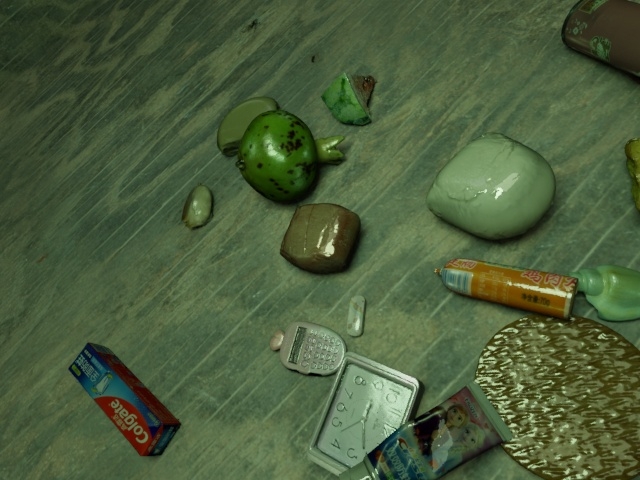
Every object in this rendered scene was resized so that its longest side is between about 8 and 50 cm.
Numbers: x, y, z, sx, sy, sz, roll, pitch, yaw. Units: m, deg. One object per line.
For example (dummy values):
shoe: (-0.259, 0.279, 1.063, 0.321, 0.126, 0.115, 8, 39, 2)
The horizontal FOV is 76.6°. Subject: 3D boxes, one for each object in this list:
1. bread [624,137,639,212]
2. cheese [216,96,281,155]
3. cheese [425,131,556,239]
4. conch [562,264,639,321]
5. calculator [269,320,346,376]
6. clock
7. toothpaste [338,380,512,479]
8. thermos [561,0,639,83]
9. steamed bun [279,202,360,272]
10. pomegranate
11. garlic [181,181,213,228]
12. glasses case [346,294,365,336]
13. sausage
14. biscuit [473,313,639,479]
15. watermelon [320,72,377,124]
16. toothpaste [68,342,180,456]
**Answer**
bread: (0.637, -0.093, 0.667, 0.233, 0.088, 0.160, 4, 72, 21)
cheese: (-0.193, -0.301, 1.107, 0.202, 0.091, 0.175, -20, 60, 14)
cheese: (0.323, -0.092, 0.752, 0.198, 0.154, 0.189, -47, 40, 1)
conch: (0.475, 0.082, 0.658, 0.180, 0.065, 0.088, 8, 68, 21)
calculator: (-0.026, 0.219, 0.823, 0.166, 0.024, 0.103, 9, 70, 23)
clock: (0.078, 0.313, 0.710, 0.150, 0.063, 0.197, 16, 73, 27)
toothpaste: (0.157, 0.320, 0.621, 0.266, 0.061, 0.096, -26, 63, -7)
thermos: (0.612, -0.354, 0.760, 0.109, 0.136, 0.330, -11, 44, -12)
steamed bun: (0.000, 0.000, 0.876, 0.175, 0.106, 0.145, 7, 73, 40)
pomegranate: (-0.073, -0.200, 0.958, 0.263, 0.211, 0.211, -11, 56, -21)
garlic: (-0.327, -0.104, 1.078, 0.084, 0.066, 0.152, 1, 68, 25)
glasses case: (0.072, 0.151, 0.815, 0.032, 0.021, 0.083, 1, 66, 20)
sausage: (0.312, 0.075, 0.712, 0.234, 0.071, 0.071, 11, 70, 37)
biscuit: (0.379, 0.241, 0.636, 0.262, 0.037, 0.262, -9, 63, 18)
watermelon: (0.069, -0.381, 1.031, 0.098, 0.121, 0.158, -11, 55, 42)
toothpaste: (-0.446, 0.347, 0.909, 0.320, 0.066, 0.076, 26, 77, 31)
